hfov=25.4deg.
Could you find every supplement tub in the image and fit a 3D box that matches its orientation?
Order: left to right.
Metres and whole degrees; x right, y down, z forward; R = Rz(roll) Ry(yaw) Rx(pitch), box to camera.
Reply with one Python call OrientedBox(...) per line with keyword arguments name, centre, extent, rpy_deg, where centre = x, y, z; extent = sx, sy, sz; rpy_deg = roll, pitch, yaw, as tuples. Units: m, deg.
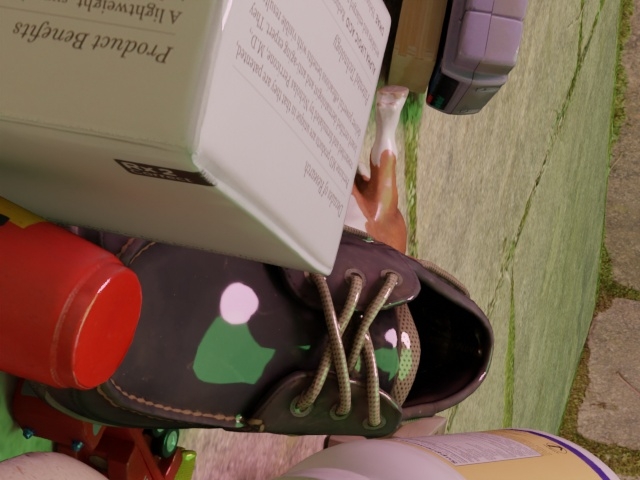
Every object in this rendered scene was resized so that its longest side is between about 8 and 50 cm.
OrientedBox(name="supplement tub", centre=(0.086, 0.268, 1.077), extent=(0.331, 0.241, 0.241), rpy_deg=(5, 95, -53))

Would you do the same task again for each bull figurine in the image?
OrientedBox(name="bull figurine", centre=(0.000, 0.000, 0.997), extent=(0.310, 0.101, 0.188), rpy_deg=(-51, 144, -59))

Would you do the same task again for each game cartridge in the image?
OrientedBox(name="game cartridge", centre=(0.141, -0.232, 1.219), extent=(0.355, 0.068, 0.230), rpy_deg=(42, 63, -88))

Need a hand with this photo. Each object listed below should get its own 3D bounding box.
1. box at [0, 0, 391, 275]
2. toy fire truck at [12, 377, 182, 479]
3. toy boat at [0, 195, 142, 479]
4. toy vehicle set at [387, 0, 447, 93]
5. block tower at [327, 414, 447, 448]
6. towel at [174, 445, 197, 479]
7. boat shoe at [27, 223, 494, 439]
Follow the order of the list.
OrientedBox(name="box", centre=(-0.086, -0.074, 0.526), extent=(0.182, 0.181, 0.119), rpy_deg=(44, 59, -71))
OrientedBox(name="toy fire truck", centre=(-0.126, 0.142, 0.755), extent=(0.192, 0.047, 0.135), rpy_deg=(76, 30, -51))
OrientedBox(name="toy boat", centre=(-0.154, 0.118, 0.528), extent=(0.267, 0.148, 0.318), rpy_deg=(-35, 140, -60))
OrientedBox(name="toy vehicle set", centre=(0.100, -0.269, 1.208), extent=(0.166, 0.035, 0.266), rpy_deg=(60, 41, -87))
OrientedBox(name="block tower", centre=(0.043, 0.325, 1.337), extent=(0.091, 0.097, 0.335), rpy_deg=(-26, 126, -70))
OrientedBox(name="towel", centre=(-0.113, 0.257, 0.906), extent=(0.102, 0.021, 0.237), rpy_deg=(-33, 130, -69))
OrientedBox(name="boat shoe", centre=(-0.008, 0.037, 0.736), extent=(0.355, 0.130, 0.132), rpy_deg=(3, 94, -62))
